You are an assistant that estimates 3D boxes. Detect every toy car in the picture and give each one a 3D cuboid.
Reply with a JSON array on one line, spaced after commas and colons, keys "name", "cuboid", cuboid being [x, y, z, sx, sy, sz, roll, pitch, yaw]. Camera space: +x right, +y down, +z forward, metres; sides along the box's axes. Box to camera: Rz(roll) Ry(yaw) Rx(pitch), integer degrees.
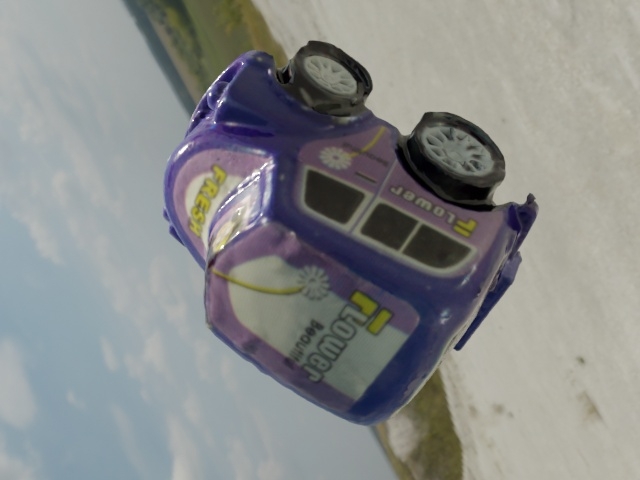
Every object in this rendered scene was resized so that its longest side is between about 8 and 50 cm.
[{"name": "toy car", "cuboid": [0.000, 0.000, 0.575, 0.235, 0.172, 0.158, 32, -143, 4]}]
